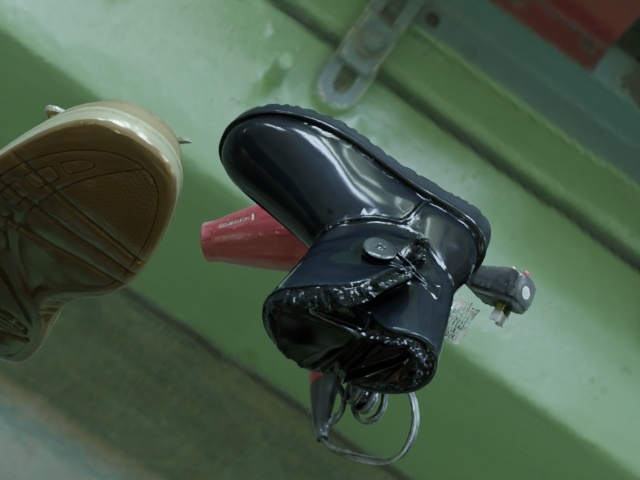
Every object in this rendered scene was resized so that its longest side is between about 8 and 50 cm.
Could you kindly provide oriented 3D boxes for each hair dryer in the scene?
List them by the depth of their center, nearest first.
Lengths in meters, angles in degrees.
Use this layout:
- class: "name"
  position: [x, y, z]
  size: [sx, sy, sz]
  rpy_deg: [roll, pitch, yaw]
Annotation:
- class: "hair dryer"
  position: [0.010, 0.037, 1.060]
  size: [0.293, 0.080, 0.223]
  rpy_deg: [29, 59, 35]

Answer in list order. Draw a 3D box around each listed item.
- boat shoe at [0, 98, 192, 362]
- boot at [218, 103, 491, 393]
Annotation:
- class: "boat shoe"
  position: [-0.156, -0.016, 0.757]
  size: [0.104, 0.285, 0.089]
  rpy_deg: [40, 52, -13]
- class: "boot"
  position: [0.000, 0.000, 0.953]
  size: [0.246, 0.094, 0.207]
  rpy_deg: [28, 33, 8]
